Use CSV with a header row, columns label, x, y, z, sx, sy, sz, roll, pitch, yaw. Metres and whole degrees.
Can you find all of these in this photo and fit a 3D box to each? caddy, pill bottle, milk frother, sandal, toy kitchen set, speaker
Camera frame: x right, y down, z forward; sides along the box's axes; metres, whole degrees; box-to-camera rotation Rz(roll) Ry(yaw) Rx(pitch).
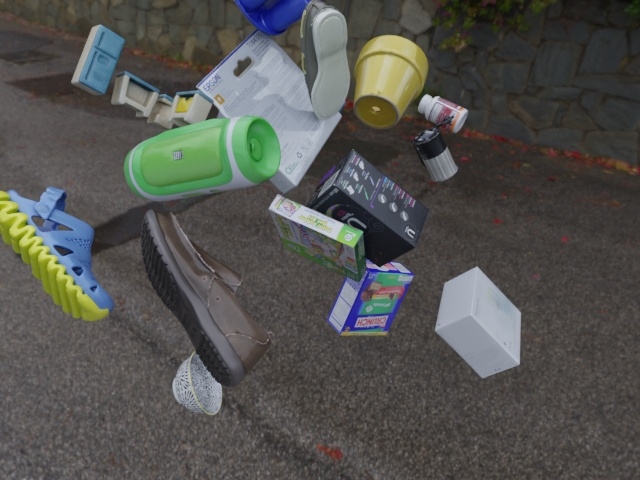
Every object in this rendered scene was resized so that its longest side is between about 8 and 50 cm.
label,x,y,z,sx,sy,sz,roll,pitch,yaw
caddy,-0.131,-0.697,1.283,0.179,0.342,0.241,-13,-20,35
pill bottle,0.409,-0.430,1.702,0.152,0.086,0.086,32,37,18
milk frother,0.350,-0.269,1.460,0.143,0.135,0.129,-30,27,7
sandal,-0.482,0.009,0.947,0.317,0.126,0.138,50,49,6
toy kitchen set,-0.336,-0.317,0.992,0.166,0.122,0.207,10,-9,42
speaker,-0.225,-0.149,0.948,0.296,0.131,0.131,-6,22,29

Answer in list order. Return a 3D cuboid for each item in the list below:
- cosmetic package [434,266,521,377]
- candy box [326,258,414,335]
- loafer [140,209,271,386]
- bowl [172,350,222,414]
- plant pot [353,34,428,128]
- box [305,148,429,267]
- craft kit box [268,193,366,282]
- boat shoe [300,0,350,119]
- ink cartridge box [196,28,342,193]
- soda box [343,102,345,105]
label,x,y,z,sx,sy,sz,roll,pitch,yaw
cosmetic package,0.480,0.243,1.527,0.224,0.138,0.224,43,39,-12
candy box,0.212,0.245,2.147,0.268,0.317,0.122,6,26,-37
loafer,-0.219,0.094,0.957,0.130,0.134,0.366,-26,77,-35
bowl,-0.332,0.380,1.324,0.080,0.170,0.170,-19,31,9
plant pot,0.222,-0.529,1.751,0.253,0.254,0.239,15,63,12
box,0.123,-0.078,1.337,0.270,0.165,0.143,36,55,-13
craft kit box,0.000,0.000,1.348,0.246,0.250,0.061,27,71,19
boat shoe,0.006,-0.437,1.249,0.109,0.305,0.091,-26,58,-17
ink cartridge box,-0.125,-0.339,1.304,0.330,0.071,0.324,44,50,-17
soda box,-0.007,-0.378,1.569,0.067,0.071,0.210,38,53,2
